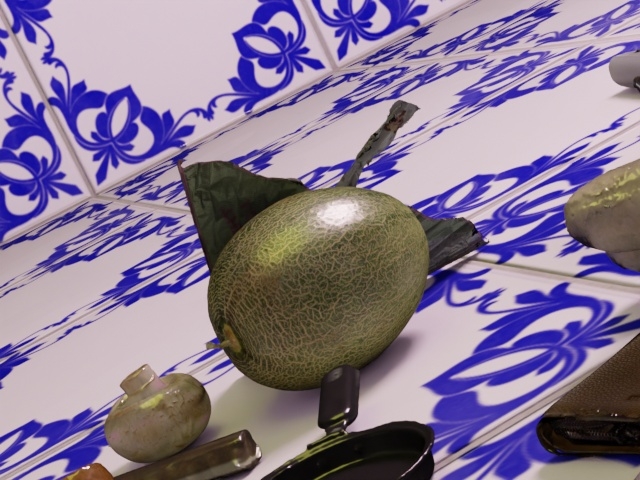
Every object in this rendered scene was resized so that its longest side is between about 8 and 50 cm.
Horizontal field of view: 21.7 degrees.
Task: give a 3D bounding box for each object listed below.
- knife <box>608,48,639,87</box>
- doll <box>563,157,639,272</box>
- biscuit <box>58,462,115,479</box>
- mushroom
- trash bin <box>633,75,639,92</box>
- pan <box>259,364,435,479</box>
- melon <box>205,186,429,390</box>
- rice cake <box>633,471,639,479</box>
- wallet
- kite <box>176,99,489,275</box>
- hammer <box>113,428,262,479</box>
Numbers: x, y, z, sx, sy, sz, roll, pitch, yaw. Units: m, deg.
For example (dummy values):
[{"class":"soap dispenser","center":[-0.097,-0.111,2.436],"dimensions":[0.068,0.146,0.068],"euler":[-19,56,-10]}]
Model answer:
[{"class":"knife","center":[0.357,-0.168,1.610],"dimensions":[0.073,0.040,0.265],"euler":[-19,10,-12]},{"class":"doll","center":[0.281,-0.060,1.000],"dimensions":[0.278,0.149,0.175],"euler":[-22,12,21]},{"class":"biscuit","center":[-0.254,0.228,1.032],"dimensions":[0.295,0.044,0.186],"euler":[-29,-7,-10]},{"class":"mushroom","center":[-0.124,0.128,1.239],"dimensions":[0.084,0.067,0.083],"euler":[-32,8,5]},{"class":"trash bin","center":[0.357,-0.253,1.336],"dimensions":[0.277,0.262,0.217],"euler":[-24,22,0]},{"class":"pan","center":[0.011,0.132,1.025],"dimensions":[0.136,0.028,0.235],"euler":[-23,15,11]},{"class":"melon","center":[-0.006,0.036,1.220],"dimensions":[0.192,0.139,0.139],"euler":[-32,13,-28]},{"class":"rice cake","center":[0.129,0.140,0.644],"dimensions":[0.070,0.064,0.399],"euler":[-9,19,38]},{"class":"wallet","center":[0.216,0.056,0.915],"dimensions":[0.198,0.031,0.110],"euler":[-33,14,-32]},{"class":"kite","center":[0.000,0.000,1.308],"dimensions":[0.323,0.013,0.267],"euler":[11,-59,-38]},{"class":"hammer","center":[-0.176,0.191,1.170],"dimensions":[0.297,0.027,0.125],"euler":[-22,17,20]}]
